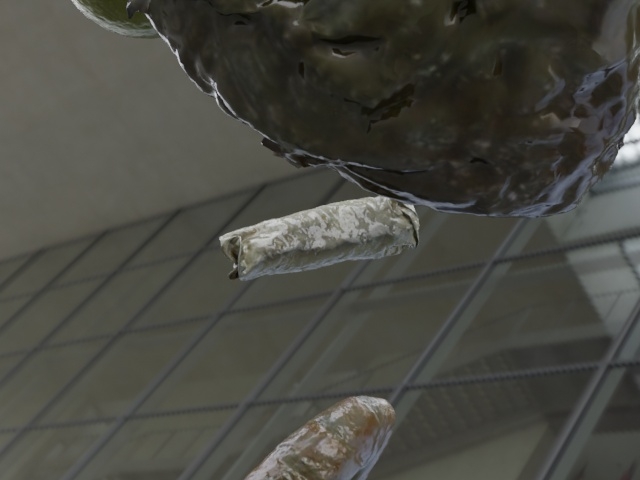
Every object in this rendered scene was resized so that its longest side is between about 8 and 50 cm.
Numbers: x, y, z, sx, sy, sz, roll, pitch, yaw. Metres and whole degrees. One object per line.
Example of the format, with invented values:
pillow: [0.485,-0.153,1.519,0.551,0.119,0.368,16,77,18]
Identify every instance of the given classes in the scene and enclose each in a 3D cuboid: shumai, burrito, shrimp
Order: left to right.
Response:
shrimp: [-0.033,0.181,0.763,0.047,0.223,0.126,40,-23,24]
burrito: [0.000,0.000,1.505,0.059,0.275,0.082,-2,-80,59]
shumai: [0.066,-0.180,0.579,0.346,0.217,0.283,52,-44,-4]

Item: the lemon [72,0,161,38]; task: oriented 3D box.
lemon: [-0.159,-0.278,1.127,0.184,0.184,0.248,28,-31,16]
